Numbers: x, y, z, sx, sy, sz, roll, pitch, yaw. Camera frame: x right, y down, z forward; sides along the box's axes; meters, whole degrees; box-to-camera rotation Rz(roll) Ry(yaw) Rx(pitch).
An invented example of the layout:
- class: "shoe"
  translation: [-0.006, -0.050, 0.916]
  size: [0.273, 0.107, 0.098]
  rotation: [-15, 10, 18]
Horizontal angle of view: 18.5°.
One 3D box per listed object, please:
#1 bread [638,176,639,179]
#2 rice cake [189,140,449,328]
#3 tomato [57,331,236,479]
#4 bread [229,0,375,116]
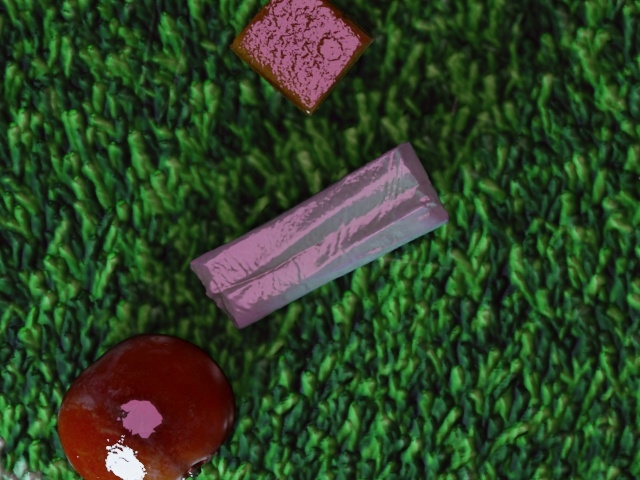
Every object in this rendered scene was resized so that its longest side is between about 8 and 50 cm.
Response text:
- class: "bread"
  translation: [0.320, -0.034, 1.648]
  size: [0.084, 0.109, 0.080]
  rotation: [-21, 88, 2]
- class: "rice cake"
  translation: [-0.001, 0.000, 1.714]
  size: [0.222, 0.042, 0.080]
  rotation: [-29, 94, 6]
- class: "tomato"
  translation: [-0.158, 0.159, 1.715]
  size: [0.159, 0.091, 0.139]
  rotation: [-38, 88, 9]
- class: "bread"
  translation: [-0.016, -0.170, 1.709]
  size: [0.094, 0.035, 0.090]
  rotation: [41, 97, 2]
